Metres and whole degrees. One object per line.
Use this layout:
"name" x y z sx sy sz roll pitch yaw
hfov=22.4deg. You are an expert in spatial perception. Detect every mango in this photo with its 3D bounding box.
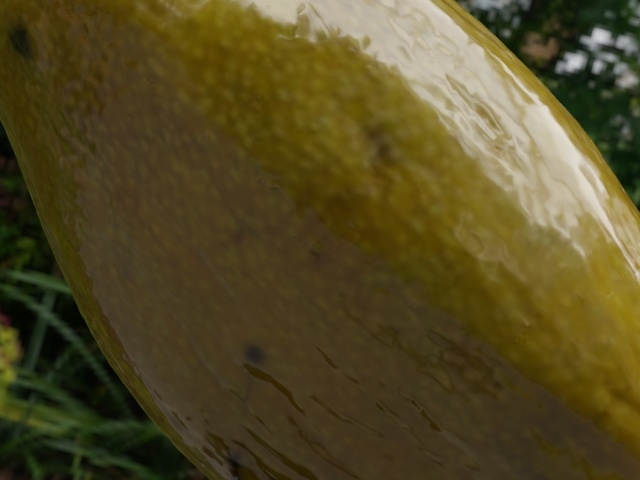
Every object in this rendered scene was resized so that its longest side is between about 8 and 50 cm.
"mango" -0.002 0.004 0.431 0.262 0.109 0.157 40 -36 -7
